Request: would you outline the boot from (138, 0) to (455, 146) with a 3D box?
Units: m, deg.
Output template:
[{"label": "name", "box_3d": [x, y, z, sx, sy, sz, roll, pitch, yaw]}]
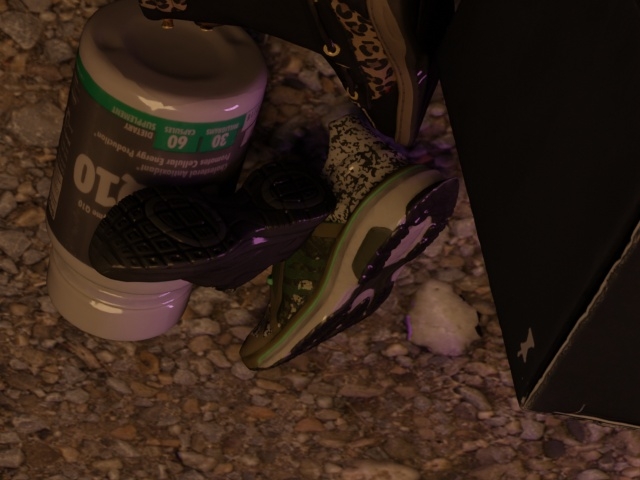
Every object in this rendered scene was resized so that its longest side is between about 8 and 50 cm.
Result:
[{"label": "boot", "box_3d": [-0.020, -0.226, 1.456, 0.284, 0.138, 0.377, 16, 168, 12]}]

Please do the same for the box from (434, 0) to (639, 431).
[{"label": "box", "box_3d": [0.389, -0.079, 1.236, 0.472, 0.480, 0.297, 10, 129, -15]}]

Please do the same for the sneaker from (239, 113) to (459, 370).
[{"label": "sneaker", "box_3d": [0.000, 0.000, 1.717, 0.182, 0.158, 0.410, 54, 134, 15]}]

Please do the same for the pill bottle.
[{"label": "pill bottle", "box_3d": [-0.195, -0.071, 1.636, 0.204, 0.204, 0.361, 19, 129, 0]}]

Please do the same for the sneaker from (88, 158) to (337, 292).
[{"label": "sneaker", "box_3d": [-0.114, 0.007, 1.531, 0.109, 0.286, 0.130, 56, 139, 28]}]
